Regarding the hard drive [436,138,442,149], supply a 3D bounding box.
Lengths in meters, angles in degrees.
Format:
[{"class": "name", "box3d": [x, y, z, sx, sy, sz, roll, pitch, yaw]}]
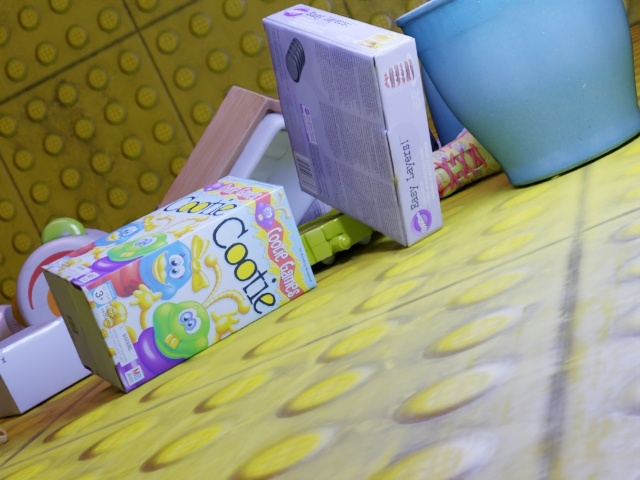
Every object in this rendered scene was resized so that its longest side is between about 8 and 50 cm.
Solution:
[{"class": "hard drive", "box3d": [0.339, -0.231, 2.318, 0.203, 0.040, 0.307, -19, 8, 45]}]

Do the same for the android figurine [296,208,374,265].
[{"class": "android figurine", "box3d": [0.000, 0.000, 1.671, 0.248, 0.056, 0.273, -28, 6, -27]}]

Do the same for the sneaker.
[{"class": "sneaker", "box3d": [0.194, -0.103, 1.713, 0.208, 0.081, 0.094, -30, 10, 32]}]

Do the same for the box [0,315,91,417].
[{"class": "box", "box3d": [-0.417, 0.180, 1.673, 0.130, 0.091, 0.170, -29, 7, -35]}]

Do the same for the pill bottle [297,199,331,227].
[{"class": "pill bottle", "box3d": [-0.053, -0.047, 2.180, 0.137, 0.078, 0.078, -30, 7, -34]}]

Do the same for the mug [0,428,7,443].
[{"class": "mug", "box3d": [-0.418, 0.231, 1.410, 0.078, 0.062, 0.064, -35, 17, -18]}]

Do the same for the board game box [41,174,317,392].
[{"class": "board game box", "box3d": [-0.168, 0.045, 1.446, 0.275, 0.144, 0.142, -29, 22, -26]}]

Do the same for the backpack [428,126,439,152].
[{"class": "backpack", "box3d": [0.099, -0.112, 1.855, 0.182, 0.152, 0.115, -32, 10, -2]}]

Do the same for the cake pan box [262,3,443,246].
[{"class": "cake pan box", "box3d": [0.040, -0.142, 1.478, 0.070, 0.267, 0.246, -25, 30, -23]}]

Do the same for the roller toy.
[{"class": "roller toy", "box3d": [-0.396, 0.081, 1.970, 0.209, 0.191, 0.146, -61, 4, 7]}]

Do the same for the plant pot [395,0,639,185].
[{"class": "plant pot", "box3d": [0.269, -0.217, 1.480, 0.271, 0.255, 0.271, -26, 7, 3]}]

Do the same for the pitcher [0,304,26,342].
[{"class": "pitcher", "box3d": [-0.601, 0.205, 2.160, 0.207, 0.125, 0.178, -35, -12, 18]}]

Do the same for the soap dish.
[{"class": "soap dish", "box3d": [-0.106, -0.090, 1.790, 0.229, 0.118, 0.291, 6, -58, -57]}]

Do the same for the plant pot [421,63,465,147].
[{"class": "plant pot", "box3d": [0.293, -0.264, 1.882, 0.293, 0.235, 0.293, -26, 7, 3]}]
